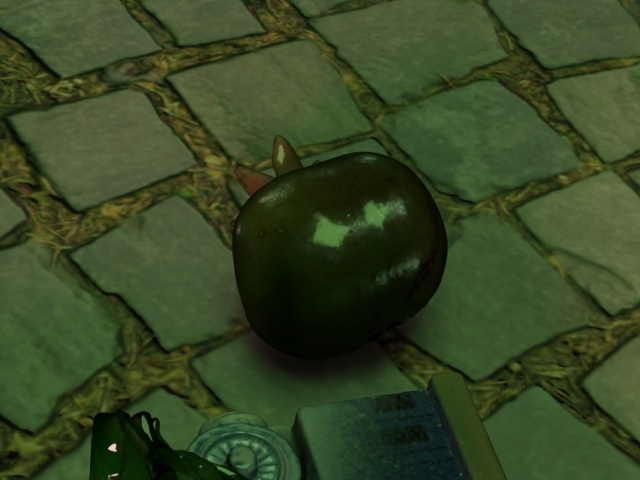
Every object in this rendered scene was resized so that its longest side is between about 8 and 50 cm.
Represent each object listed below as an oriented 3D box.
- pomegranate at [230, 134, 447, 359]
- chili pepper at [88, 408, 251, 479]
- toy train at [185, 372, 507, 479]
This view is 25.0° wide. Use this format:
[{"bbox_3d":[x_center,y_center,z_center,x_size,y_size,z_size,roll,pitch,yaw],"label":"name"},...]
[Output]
[{"bbox_3d":[0.000,0.000,1.024,0.152,0.131,0.191,-22,29,-19],"label":"pomegranate"},{"bbox_3d":[-0.088,0.236,0.599,0.167,0.213,0.385,39,46,-23],"label":"chili pepper"},{"bbox_3d":[0.032,0.210,0.804,0.201,0.131,0.300,-6,47,-15],"label":"toy train"}]
